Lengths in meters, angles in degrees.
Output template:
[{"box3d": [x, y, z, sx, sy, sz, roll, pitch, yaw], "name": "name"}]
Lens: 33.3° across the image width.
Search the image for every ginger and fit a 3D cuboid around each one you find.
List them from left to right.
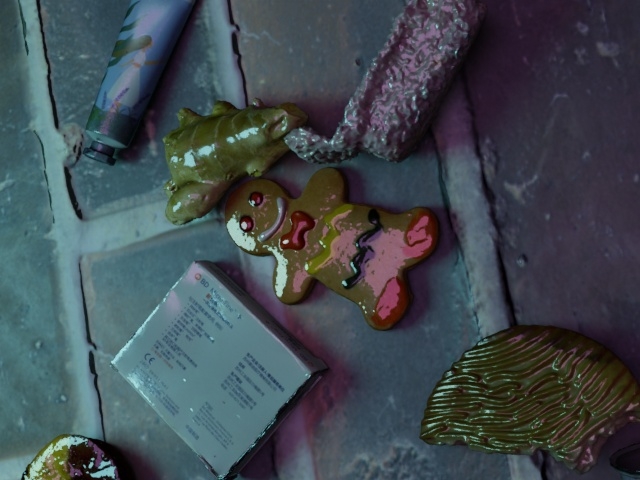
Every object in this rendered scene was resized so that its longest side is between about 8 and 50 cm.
[{"box3d": [-0.108, -0.109, 1.228, 0.205, 0.081, 0.115, -33, 43, 14], "name": "ginger"}]

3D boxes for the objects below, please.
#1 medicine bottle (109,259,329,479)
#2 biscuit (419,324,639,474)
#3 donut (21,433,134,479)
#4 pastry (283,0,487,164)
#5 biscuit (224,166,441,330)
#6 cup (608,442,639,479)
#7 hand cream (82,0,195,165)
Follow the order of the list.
[{"box3d": [-0.119, 0.145, 1.219, 0.201, 0.052, 0.171, 41, 98, 17], "name": "medicine bottle"}, {"box3d": [0.206, 0.171, 1.094, 0.228, 0.031, 0.176, -33, 53, 15], "name": "biscuit"}, {"box3d": [-0.279, 0.295, 1.252, 0.140, 0.059, 0.140, -2, 84, 18], "name": "donut"}, {"box3d": [0.088, -0.170, 1.156, 0.112, 0.103, 0.265, 41, 95, 10], "name": "pastry"}, {"box3d": [0.000, 0.000, 1.205, 0.250, 0.036, 0.165, 23, 91, 18], "name": "biscuit"}, {"box3d": [0.388, 0.331, 0.985, 0.203, 0.203, 0.288, -9, 88, 16], "name": "cup"}, {"box3d": [-0.222, -0.214, 1.292, 0.088, 0.055, 0.256, 21, 85, 14], "name": "hand cream"}]
